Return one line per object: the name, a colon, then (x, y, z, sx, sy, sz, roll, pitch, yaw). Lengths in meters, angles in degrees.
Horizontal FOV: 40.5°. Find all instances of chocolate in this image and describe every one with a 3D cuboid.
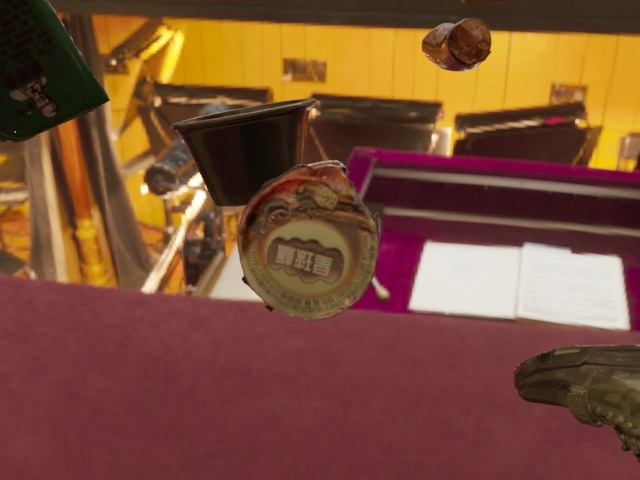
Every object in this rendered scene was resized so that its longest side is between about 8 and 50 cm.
chocolate: (-0.001, -0.008, 1.199, 0.221, 0.221, 0.147, 8, 14, 15)

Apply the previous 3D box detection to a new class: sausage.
sausage: (0.283, -0.407, 1.809, 0.109, 0.108, 0.270, -4, 14, -7)

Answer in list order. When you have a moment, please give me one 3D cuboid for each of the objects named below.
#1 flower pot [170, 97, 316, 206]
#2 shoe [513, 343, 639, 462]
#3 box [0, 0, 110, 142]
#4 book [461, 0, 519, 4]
flower pot: (-0.113, -0.136, 1.385, 0.235, 0.148, 0.235, -9, 11, 2)
shoe: (0.379, 0.212, 1.080, 0.293, 0.109, 0.149, -13, 60, 34)
box: (-0.559, -0.368, 1.588, 0.264, 0.336, 0.106, -18, 28, 21)
book: (0.395, -0.541, 1.692, 0.231, 0.161, 0.026, -7, 43, -15)
